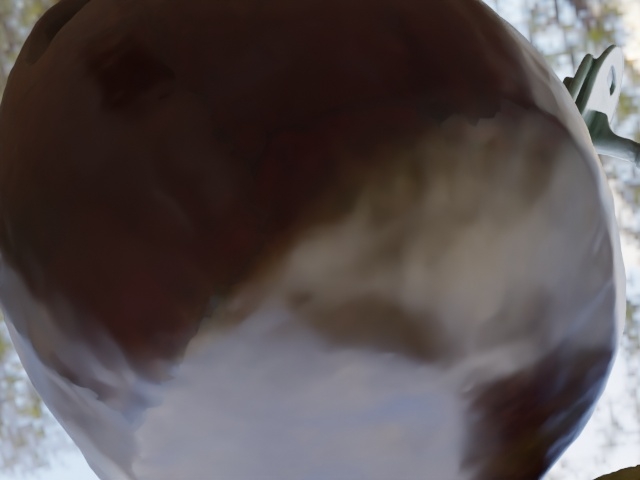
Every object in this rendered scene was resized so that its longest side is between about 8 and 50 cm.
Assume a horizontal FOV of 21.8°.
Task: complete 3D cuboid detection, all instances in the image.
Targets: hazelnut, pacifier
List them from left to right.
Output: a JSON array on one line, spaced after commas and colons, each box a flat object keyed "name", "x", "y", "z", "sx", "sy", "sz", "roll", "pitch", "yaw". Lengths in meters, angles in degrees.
[{"name": "hazelnut", "x": 0.000, "y": 0.000, "z": 1.039, "sx": 0.402, "sy": 0.429, "sz": 0.402, "roll": -21, "pitch": -136, "yaw": 22}, {"name": "pacifier", "x": 0.240, "y": -0.089, "z": 1.368, "sx": 0.116, "sy": 0.127, "sz": 0.150, "roll": 20, "pitch": -112, "yaw": 24}]

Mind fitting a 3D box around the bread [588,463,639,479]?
[{"name": "bread", "x": 0.295, "y": 0.270, "z": 1.049, "sx": 0.236, "sy": 0.263, "sz": 0.198, "roll": -12, "pitch": -157, "yaw": -13}]
